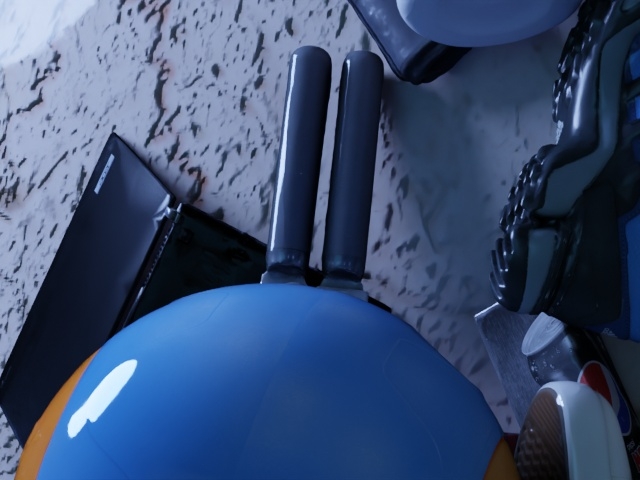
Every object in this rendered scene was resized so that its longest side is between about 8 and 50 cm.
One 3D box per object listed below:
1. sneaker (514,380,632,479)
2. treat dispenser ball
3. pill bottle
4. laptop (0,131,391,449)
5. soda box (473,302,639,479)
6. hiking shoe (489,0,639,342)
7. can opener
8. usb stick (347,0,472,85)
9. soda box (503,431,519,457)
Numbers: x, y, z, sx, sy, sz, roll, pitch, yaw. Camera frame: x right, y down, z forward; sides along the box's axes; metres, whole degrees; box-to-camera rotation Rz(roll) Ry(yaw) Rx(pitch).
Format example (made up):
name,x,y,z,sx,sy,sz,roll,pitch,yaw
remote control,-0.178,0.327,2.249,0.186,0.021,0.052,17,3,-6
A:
name,x,y,z,sx,sy,sz,roll,pitch,yaw
sneaker,0.184,0.216,1.062,0.106,0.123,0.290,-154,56,-73
treat dispenser ball,-0.028,0.168,1.003,0.288,0.288,0.288,-4,82,33
pill bottle,0.098,-0.244,1.171,0.121,0.121,0.216,-19,65,30
laptop,-0.105,0.084,1.341,0.264,0.136,0.234,27,101,7
soda box,0.160,0.110,1.138,0.060,0.053,0.169,-32,68,26
hiking shoe,0.209,-0.080,1.116,0.132,0.113,0.304,22,86,-2
can opener,0.000,0.000,1.212,0.074,0.093,0.280,7,71,1
usb stick,0.022,-0.227,1.274,0.077,0.045,0.278,-42,63,23
soda box,0.083,0.253,1.148,0.083,0.092,0.263,-8,79,32
